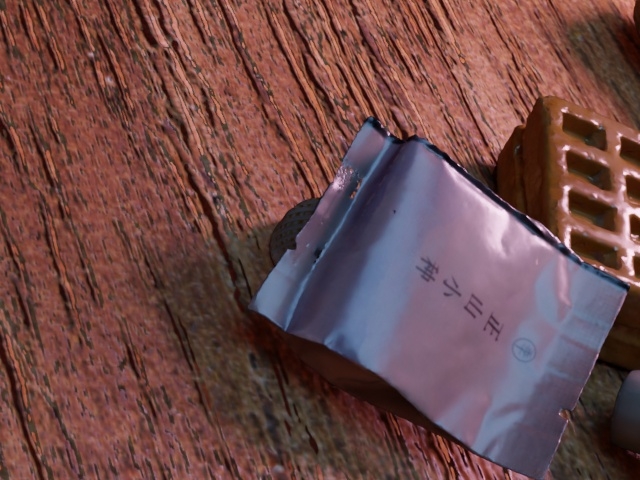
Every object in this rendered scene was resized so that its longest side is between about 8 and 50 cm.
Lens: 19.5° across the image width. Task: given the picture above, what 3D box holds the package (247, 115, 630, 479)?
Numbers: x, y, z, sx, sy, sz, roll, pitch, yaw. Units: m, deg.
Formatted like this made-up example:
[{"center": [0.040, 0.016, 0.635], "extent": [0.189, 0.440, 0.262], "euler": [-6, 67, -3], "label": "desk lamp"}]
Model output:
[{"center": [0.094, 0.045, 1.419], "extent": [0.251, 0.062, 0.204], "euler": [33, 61, -3], "label": "package"}]

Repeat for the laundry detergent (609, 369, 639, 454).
[{"center": [0.413, 0.200, 1.417], "extent": [0.398, 0.264, 0.125], "euler": [15, 4, 22], "label": "laundry detergent"}]

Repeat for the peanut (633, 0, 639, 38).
[{"center": [0.431, -0.163, 1.831], "extent": [0.291, 0.143, 0.159], "euler": [44, 31, 12], "label": "peanut"}]

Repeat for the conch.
[{"center": [0.001, -0.004, 1.456], "extent": [0.076, 0.056, 0.085], "euler": [19, 42, -1], "label": "conch"}]

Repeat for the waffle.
[{"center": [0.308, 0.022, 1.612], "extent": [0.327, 0.098, 0.224], "euler": [20, 45, -17], "label": "waffle"}]
